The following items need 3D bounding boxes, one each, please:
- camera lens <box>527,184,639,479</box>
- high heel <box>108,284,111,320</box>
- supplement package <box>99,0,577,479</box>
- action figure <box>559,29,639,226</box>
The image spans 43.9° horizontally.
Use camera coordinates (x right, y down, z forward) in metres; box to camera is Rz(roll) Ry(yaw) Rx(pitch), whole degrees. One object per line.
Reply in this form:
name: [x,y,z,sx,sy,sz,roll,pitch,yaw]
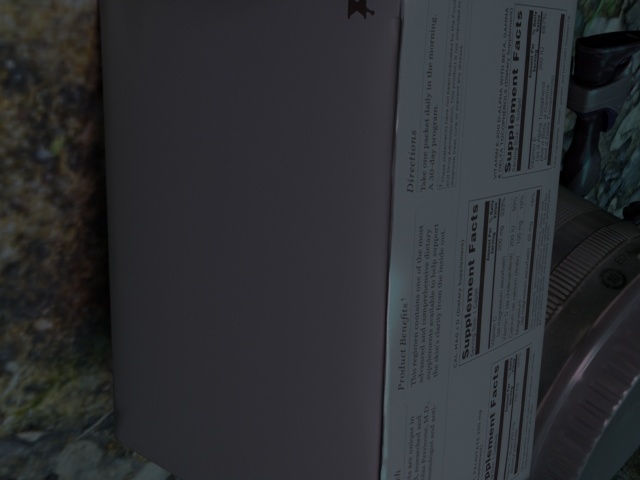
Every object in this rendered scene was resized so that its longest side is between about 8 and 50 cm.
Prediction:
camera lens: [0.153,0.054,0.666,0.219,0.274,0.219,-32,141,-30]
high heel: [-0.086,0.147,0.650,0.127,0.181,0.377,-52,128,-32]
supplement package: [0.000,0.000,0.427,0.145,0.204,0.262,-12,109,-47]
action figure: [0.236,-0.061,0.770,0.099,0.185,0.285,-24,127,-31]
